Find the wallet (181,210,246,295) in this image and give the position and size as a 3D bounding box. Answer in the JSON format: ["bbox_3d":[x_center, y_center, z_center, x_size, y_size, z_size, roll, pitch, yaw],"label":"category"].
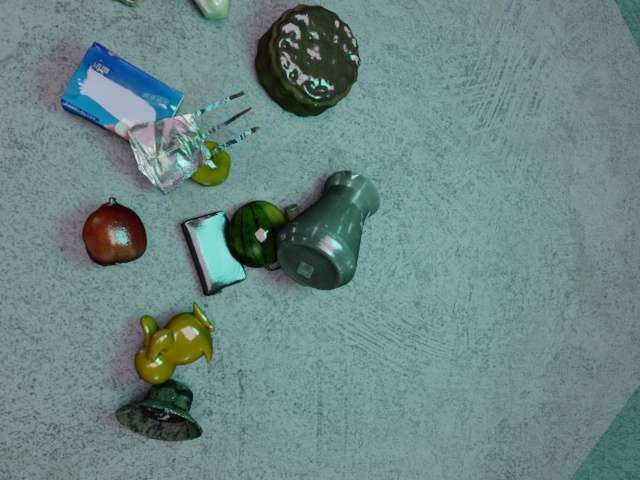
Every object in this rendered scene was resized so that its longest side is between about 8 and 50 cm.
[{"bbox_3d":[-0.326,0.040,1.428,0.149,0.044,0.250,-21,98,-24],"label":"wallet"}]

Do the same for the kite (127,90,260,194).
[{"bbox_3d":[-0.349,-0.286,1.304,0.360,0.022,0.204,-28,112,-11],"label":"kite"}]

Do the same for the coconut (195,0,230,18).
[{"bbox_3d":[-0.326,-0.720,1.386,0.110,0.110,0.124,-42,100,-15],"label":"coconut"}]

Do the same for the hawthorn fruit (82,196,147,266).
[{"bbox_3d":[-0.570,-0.024,1.276,0.169,0.169,0.188,-5,90,-21],"label":"hawthorn fruit"}]

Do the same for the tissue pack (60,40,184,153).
[{"bbox_3d":[-0.544,-0.392,1.288,0.269,0.137,0.209,29,80,-19],"label":"tissue pack"}]

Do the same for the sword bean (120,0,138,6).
[{"bbox_3d":[-0.652,-0.737,1.298,0.269,0.038,0.043,22,108,-20],"label":"sword bean"}]

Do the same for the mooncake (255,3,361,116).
[{"bbox_3d":[-0.035,-0.569,1.457,0.323,0.187,0.324,-1,92,-23],"label":"mooncake"}]

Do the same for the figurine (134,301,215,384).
[{"bbox_3d":[-0.418,0.297,1.322,0.228,0.215,0.215,-12,95,-7],"label":"figurine"}]

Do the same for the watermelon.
[{"bbox_3d":[-0.175,-0.014,1.437,0.204,0.127,0.232,-9,92,-34],"label":"watermelon"}]

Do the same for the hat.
[{"bbox_3d":[-0.445,0.478,1.332,0.265,0.265,0.128,31,42,-18],"label":"hat"}]

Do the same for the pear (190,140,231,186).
[{"bbox_3d":[-0.337,-0.231,1.390,0.141,0.104,0.141,-1,94,-18],"label":"pear"}]

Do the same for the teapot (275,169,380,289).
[{"bbox_3d":[0.039,-0.020,1.430,0.344,0.253,0.300,-57,154,-37],"label":"teapot"}]

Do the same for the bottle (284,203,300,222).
[{"bbox_3d":[-0.085,-0.064,1.508,0.063,0.047,0.101,-38,122,-44],"label":"bottle"}]
